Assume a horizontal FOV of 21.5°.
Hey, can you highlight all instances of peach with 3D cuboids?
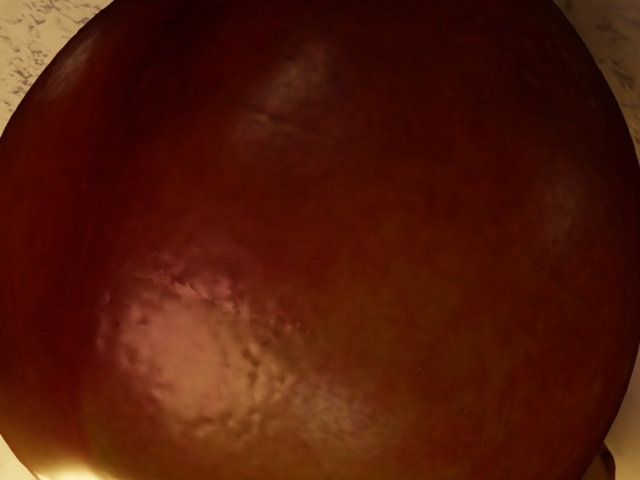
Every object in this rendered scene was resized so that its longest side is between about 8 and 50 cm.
[{"bbox_3d":[0.000,0.000,0.894,0.388,0.388,0.388,15,124,24],"label":"peach"}]

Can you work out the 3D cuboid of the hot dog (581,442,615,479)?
[{"bbox_3d":[0.090,0.191,1.083,0.257,0.153,0.150,-32,69,29],"label":"hot dog"}]
